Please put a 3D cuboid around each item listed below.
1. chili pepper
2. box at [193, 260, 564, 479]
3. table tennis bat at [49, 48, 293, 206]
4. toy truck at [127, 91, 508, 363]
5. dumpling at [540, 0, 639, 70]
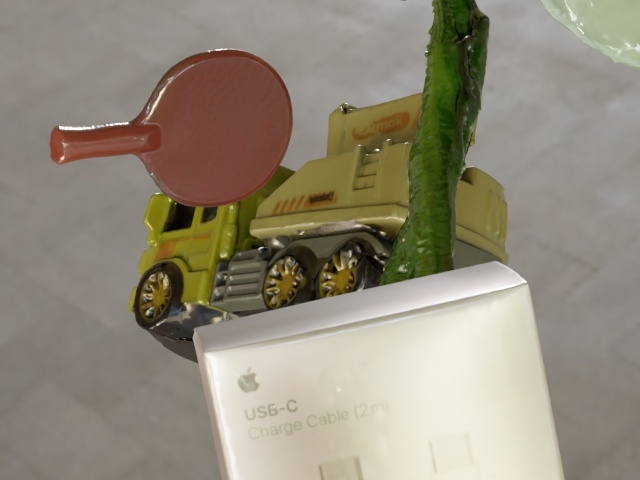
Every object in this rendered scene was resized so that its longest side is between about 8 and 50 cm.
[{"bbox_3d":[0.090,-0.086,1.589,0.085,0.076,0.359,-38,36,45],"label":"chili pepper"},{"bbox_3d":[0.045,0.157,1.225,0.203,0.251,0.106,-11,7,-5],"label":"box"},{"bbox_3d":[-0.085,-0.063,1.171,0.155,0.098,0.019,-8,22,-27],"label":"table tennis bat"},{"bbox_3d":[0.000,0.000,1.888,0.405,0.181,0.254,-8,65,48],"label":"toy truck"},{"bbox_3d":[0.201,-0.227,1.050,0.321,0.270,0.212,-31,26,-5],"label":"dumpling"}]
